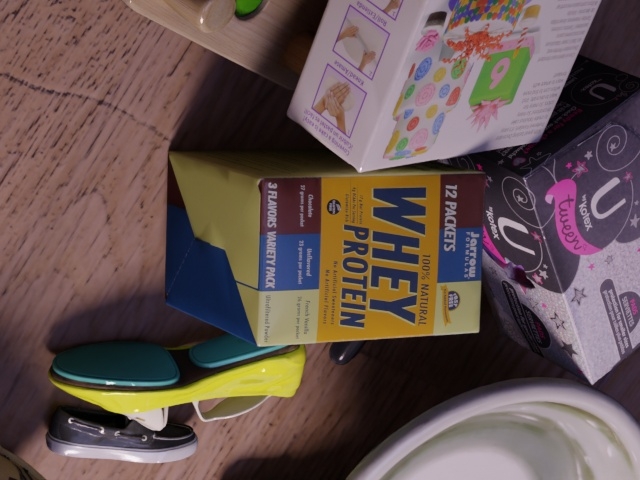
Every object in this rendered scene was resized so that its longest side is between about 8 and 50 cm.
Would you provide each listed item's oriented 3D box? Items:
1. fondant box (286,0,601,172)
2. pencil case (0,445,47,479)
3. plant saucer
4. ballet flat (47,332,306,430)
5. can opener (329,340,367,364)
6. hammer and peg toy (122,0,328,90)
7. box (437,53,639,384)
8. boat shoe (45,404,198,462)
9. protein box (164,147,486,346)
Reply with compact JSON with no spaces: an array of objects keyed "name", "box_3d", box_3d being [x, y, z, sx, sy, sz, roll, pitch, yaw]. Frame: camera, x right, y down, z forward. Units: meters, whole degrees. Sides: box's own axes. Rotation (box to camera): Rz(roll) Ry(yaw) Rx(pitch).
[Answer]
[{"name":"fondant box","box_3d":[0.131,-0.225,1.504,0.238,0.096,0.330,-12,131,-47]},{"name":"pencil case","box_3d":[-0.380,0.362,1.638,0.160,0.183,0.410,33,98,-18]},{"name":"plant saucer","box_3d":[0.128,0.284,1.820,0.400,0.100,0.400,-15,124,-24]},{"name":"ballet flat","box_3d":[-0.122,0.127,1.703,0.231,0.077,0.077,-8,120,-16]},{"name":"can opener","box_3d":[0.062,0.033,1.777,0.186,0.073,0.059,-63,163,16]},{"name":"hammer and peg toy","box_3d":[0.011,-0.249,1.540,0.266,0.127,0.361,-56,149,9]},{"name":"box","box_3d":[0.227,-0.022,1.753,0.163,0.142,0.247,-37,126,-20]},{"name":"boat shoe","box_3d":[-0.173,0.170,1.726,0.142,0.049,0.040,4,113,-26]},{"name":"protein box","box_3d":[0.000,0.000,1.615,0.201,0.200,0.136,-2,99,-26]}]
